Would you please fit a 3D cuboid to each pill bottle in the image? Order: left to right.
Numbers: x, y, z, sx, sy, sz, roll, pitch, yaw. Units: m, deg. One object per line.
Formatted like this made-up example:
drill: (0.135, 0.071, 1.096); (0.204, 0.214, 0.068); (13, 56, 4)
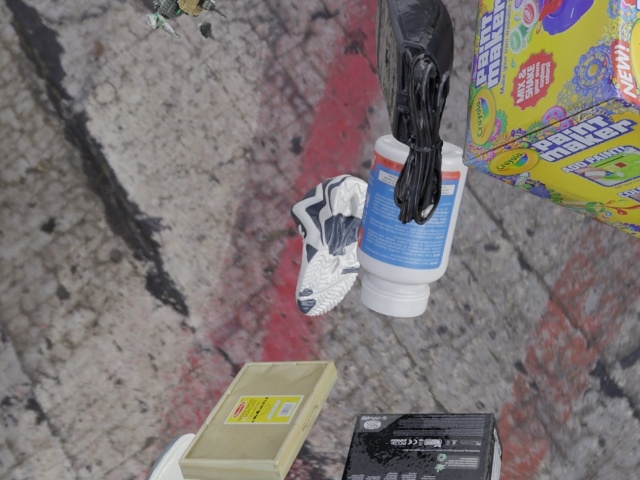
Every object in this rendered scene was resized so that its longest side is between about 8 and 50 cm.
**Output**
pill bottle: (0.113, -0.018, 1.200); (0.124, 0.124, 0.221); (16, 110, 19)

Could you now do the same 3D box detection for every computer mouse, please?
computer mouse: (0.102, -0.163, 0.917); (0.072, 0.188, 0.272); (-2, 44, -2)

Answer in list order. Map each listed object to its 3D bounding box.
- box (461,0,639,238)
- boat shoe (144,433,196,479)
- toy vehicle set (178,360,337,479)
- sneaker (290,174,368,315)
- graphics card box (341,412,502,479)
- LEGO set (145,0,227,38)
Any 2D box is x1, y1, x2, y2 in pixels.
box: (0.296, -0.177, 0.823); (0.177, 0.279, 0.290); (-22, 55, 56)
boat shoe: (-0.319, 0.493, 1.668); (0.099, 0.116, 0.319); (5, 62, 41)
toy vehicle set: (-0.092, 0.279, 1.455); (0.166, 0.267, 0.035); (-4, 115, 23)
sneaker: (0.000, 0.000, 1.527); (0.094, 0.153, 0.235); (9, 98, -22)
graphics card box: (0.134, 0.422, 1.354); (0.232, 0.094, 0.371); (-6, 39, 21)
LEGO set: (-0.059, -0.131, 0.465); (0.023, 0.054, 0.083); (40, 43, 24)
